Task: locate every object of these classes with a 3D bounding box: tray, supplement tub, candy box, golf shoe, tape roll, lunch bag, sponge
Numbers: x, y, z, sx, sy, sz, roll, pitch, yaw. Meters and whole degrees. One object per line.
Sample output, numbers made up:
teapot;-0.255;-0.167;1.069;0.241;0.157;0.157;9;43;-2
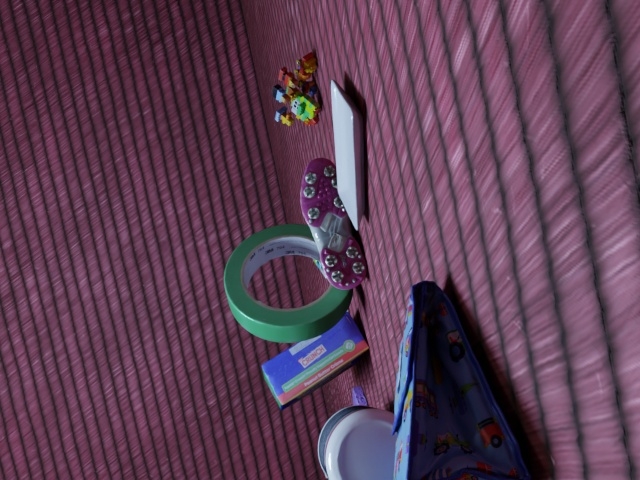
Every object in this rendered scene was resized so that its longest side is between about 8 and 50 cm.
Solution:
tray;0.059;-0.166;1.096;0.145;0.030;0.270;-110;11;-49
supplement tub;0.095;0.455;1.199;0.272;0.191;0.191;110;147;-75
candy box;-0.021;0.343;1.541;0.122;0.268;0.317;57;166;16
golf shoe;0.020;-0.035;1.291;0.140;0.115;0.306;123;135;-84
tape roll;-0.077;0.099;1.401;0.077;0.322;0.321;88;167;-49
lunch bag;0.156;0.214;0.750;0.221;0.138;0.293;85;-178;-49
sponge;0.137;0.544;1.635;0.210;0.031;0.117;-110;11;-49

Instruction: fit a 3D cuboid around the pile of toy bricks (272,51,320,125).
pile of toy bricks;-0.041;-0.336;1.353;0.105;0.118;0.212;42;152;13

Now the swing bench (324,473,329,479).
swing bench;0.110;0.786;1.713;0.254;0.165;0.253;107;150;-75

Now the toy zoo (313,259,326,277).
toy zoo;0.000;0.000;1.719;0.293;0.030;0.192;-134;36;-77
